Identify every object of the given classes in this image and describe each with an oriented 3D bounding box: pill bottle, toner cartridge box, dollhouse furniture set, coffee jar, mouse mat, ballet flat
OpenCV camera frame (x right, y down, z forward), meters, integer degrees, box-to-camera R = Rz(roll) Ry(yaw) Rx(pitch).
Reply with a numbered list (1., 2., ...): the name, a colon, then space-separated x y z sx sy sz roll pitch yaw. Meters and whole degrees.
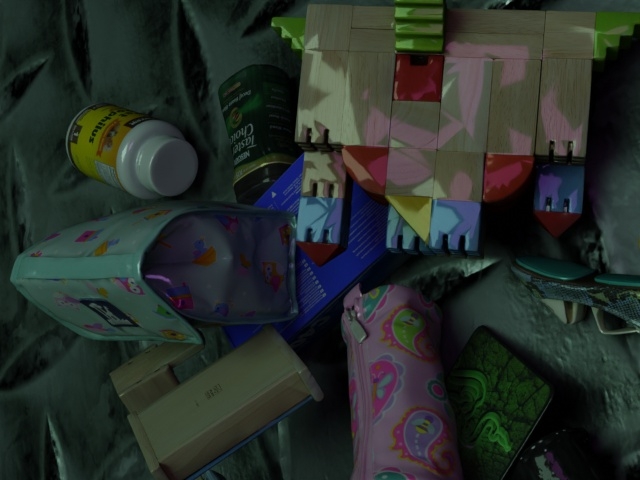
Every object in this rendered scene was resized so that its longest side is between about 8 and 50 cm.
1. pill bottle: -0.273 -0.128 1.619 0.215 0.117 0.117 21 97 45
2. toner cartridge box: 0.000 0.000 1.326 0.348 0.075 0.165 -43 68 31
3. dollhouse furniture set: -0.070 0.273 1.332 0.198 0.303 0.286 -32 26 -8
4. coffee jar: -0.076 -0.131 1.448 0.096 0.079 0.184 -28 63 39
5. mouse mat: 0.160 0.179 1.130 0.152 0.007 0.189 -60 20 6
6. ballet flat: 0.264 0.058 1.083 0.188 0.070 0.070 12 91 49

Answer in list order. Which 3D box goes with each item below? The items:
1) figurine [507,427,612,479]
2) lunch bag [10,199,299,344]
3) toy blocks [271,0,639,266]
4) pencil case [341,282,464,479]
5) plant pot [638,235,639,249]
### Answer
1. figurine: 0.227 0.325 1.054 0.215 0.092 0.209 -50 55 28
2. lunch bag: -0.185 0.035 1.260 0.223 0.262 0.160 -1 92 38
3. toy blocks: 0.124 -0.096 1.125 0.381 0.191 0.261 4 84 12
4. pencil case: 0.078 0.172 1.140 0.124 0.124 0.284 -42 32 32
5. plant pot: 0.382 0.025 0.877 0.212 0.187 0.212 -44 55 31
